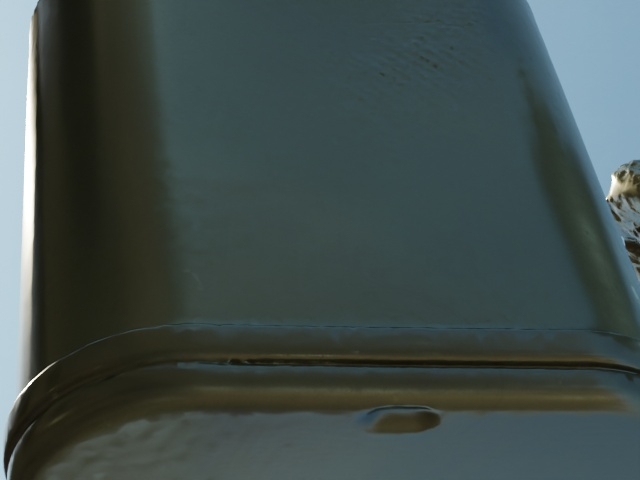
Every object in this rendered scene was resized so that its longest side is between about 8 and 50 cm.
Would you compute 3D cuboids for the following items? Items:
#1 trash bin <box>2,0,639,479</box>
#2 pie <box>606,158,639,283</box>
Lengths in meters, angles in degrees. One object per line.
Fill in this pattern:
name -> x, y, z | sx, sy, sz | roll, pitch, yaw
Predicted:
trash bin -> 0.000, 0.000, 0.593 | 0.121, 0.243, 0.247 | 104, -18, -45
pie -> 0.324, 0.024, 1.279 | 0.185, 0.052, 0.218 | 35, -19, 46
